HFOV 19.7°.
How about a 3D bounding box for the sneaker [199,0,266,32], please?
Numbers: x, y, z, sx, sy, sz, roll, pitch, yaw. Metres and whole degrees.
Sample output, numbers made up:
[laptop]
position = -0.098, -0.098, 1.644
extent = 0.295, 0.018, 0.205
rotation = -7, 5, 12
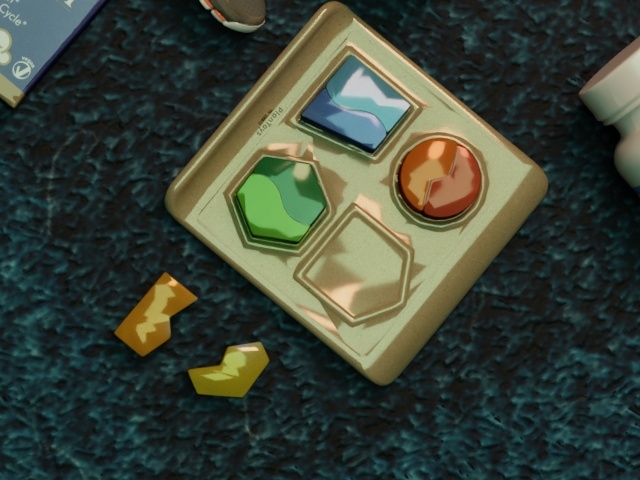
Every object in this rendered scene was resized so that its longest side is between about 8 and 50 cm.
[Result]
[sneaker]
position = -0.070, -0.233, 1.375
extent = 0.061, 0.065, 0.158
rotation = -30, 101, -52

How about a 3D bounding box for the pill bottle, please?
[pill bottle]
position = 0.302, -0.058, 1.399
extent = 0.124, 0.124, 0.221
rotation = -41, 93, -7

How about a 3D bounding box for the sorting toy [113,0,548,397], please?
[sorting toy]
position = 0.000, 0.000, 1.399
extent = 0.229, 0.041, 0.307
rotation = 40, 84, -4

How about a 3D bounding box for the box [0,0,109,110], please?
[box]
position = -0.209, -0.226, 1.386
extent = 0.136, 0.036, 0.225
rotation = 40, 82, -4
